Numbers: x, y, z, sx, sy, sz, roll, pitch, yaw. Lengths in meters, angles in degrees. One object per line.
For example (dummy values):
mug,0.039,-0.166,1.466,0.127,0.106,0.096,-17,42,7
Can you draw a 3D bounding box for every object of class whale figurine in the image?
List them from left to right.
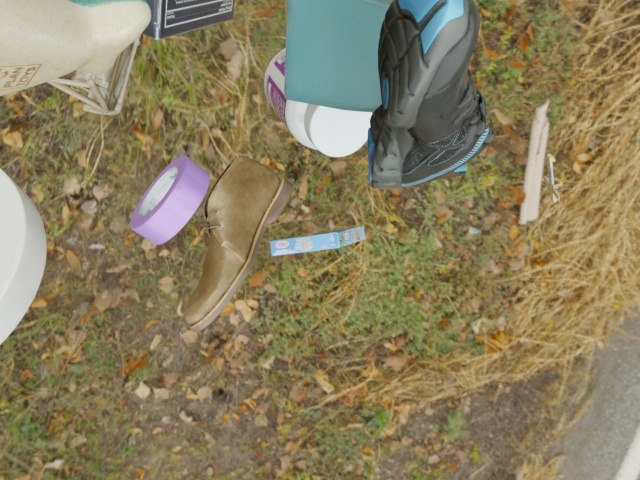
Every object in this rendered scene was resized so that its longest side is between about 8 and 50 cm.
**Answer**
whale figurine,-0.270,-0.183,0.373,0.272,0.216,0.141,-22,91,-48

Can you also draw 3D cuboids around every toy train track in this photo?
toy train track,0.319,-0.086,0.690,0.014,0.048,0.083,-21,133,11

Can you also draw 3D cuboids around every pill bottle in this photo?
pill bottle,-0.005,-0.288,1.047,0.169,0.301,0.169,-10,126,-14

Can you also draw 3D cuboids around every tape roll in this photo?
tape roll,-0.614,0.036,0.743,0.392,0.392,0.072,-22,156,-10
tape roll,-0.459,-0.124,1.548,0.090,0.275,0.275,38,98,-30

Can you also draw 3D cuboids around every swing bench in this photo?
swing bench,-0.632,-0.519,1.451,0.165,0.254,0.253,11,84,6

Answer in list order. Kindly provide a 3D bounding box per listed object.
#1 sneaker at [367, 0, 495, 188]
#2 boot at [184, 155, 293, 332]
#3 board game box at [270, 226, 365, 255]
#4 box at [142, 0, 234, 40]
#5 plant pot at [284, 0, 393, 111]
sneaker,0.132,-0.159,0.573,0.140,0.341,0.125,-1,77,1
boot,-0.155,-0.004,0.805,0.115,0.112,0.305,37,57,-24
board game box,0.000,0.000,1.188,0.160,0.211,0.039,-8,91,20
box,-0.292,-0.581,0.977,0.183,0.296,0.294,23,125,9
plant pot,0.089,-0.272,0.739,0.165,0.234,0.165,-26,131,-43
